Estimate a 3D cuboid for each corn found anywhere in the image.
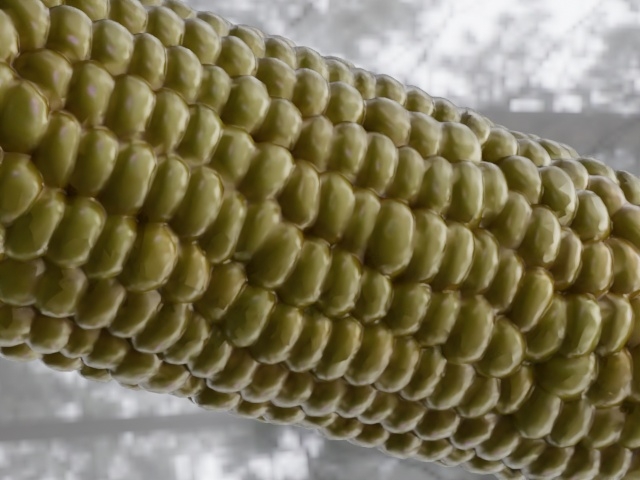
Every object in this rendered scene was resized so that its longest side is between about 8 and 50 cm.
[{"bbox_3d":[0.000,0.000,0.505,0.101,0.310,0.101,-166,-90,-70],"label":"corn"}]
